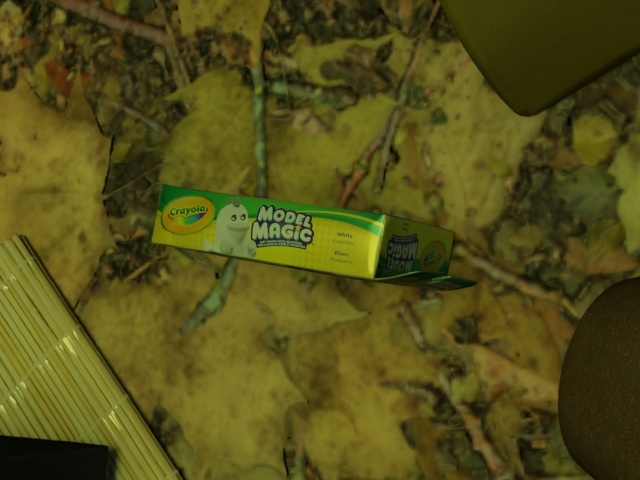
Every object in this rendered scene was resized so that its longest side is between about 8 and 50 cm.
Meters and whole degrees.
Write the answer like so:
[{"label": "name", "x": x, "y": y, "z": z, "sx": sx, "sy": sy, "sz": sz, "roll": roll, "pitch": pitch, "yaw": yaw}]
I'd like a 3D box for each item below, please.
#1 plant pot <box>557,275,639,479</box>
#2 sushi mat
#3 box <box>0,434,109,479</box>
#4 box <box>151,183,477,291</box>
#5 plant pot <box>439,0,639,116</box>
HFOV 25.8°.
[{"label": "plant pot", "x": 0.238, "y": 0.092, "z": 0.673, "sx": 0.230, "sy": 0.215, "sz": 0.215, "roll": 12, "pitch": 89, "yaw": 44}, {"label": "sushi mat", "x": -0.187, "y": 0.155, "z": 0.980, "sx": 0.151, "sy": 0.019, "sz": 0.316, "roll": -46, "pitch": 66, "yaw": 17}, {"label": "box", "x": -0.333, "y": 0.284, "z": 0.940, "sx": 0.343, "sy": 0.179, "sz": 0.312, "roll": -1, "pitch": 85, "yaw": 30}, {"label": "box", "x": 0.000, "y": 0.000, "z": 0.850, "sx": 0.179, "sy": 0.105, "sz": 0.043, "roll": 11, "pitch": 90, "yaw": 28}, {"label": "plant pot", "x": 0.123, "y": -0.224, "z": 0.766, "sx": 0.212, "sy": 0.187, "sz": 0.212, "roll": -31, "pitch": 70, "yaw": 21}]
